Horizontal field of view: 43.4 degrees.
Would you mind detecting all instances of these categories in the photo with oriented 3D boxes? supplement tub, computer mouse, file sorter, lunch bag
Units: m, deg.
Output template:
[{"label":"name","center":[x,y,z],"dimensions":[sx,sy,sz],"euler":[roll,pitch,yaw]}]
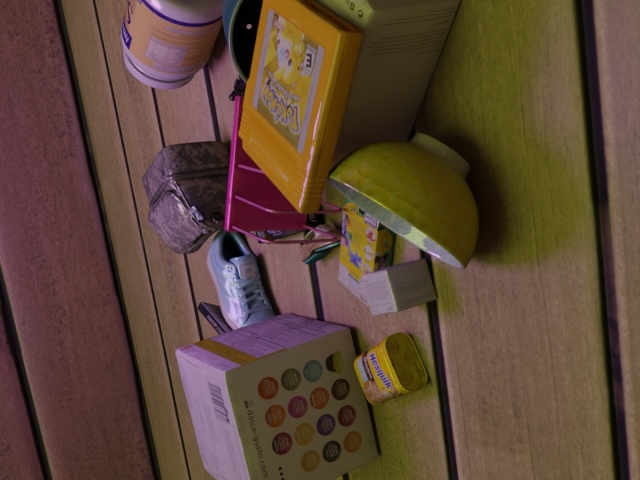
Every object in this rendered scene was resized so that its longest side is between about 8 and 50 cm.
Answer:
[{"label":"supplement tub","center":[-0.376,-0.564,2.050],"dimensions":[0.241,0.241,0.331],"euler":[65,149,16]},{"label":"computer mouse","center":[-0.175,-0.329,2.025],"dimensions":[0.193,0.042,0.106],"euler":[66,145,26]},{"label":"file sorter","center":[-0.060,-0.146,1.697],"dimensions":[0.182,0.202,0.290],"euler":[22,109,52]},{"label":"lunch bag","center":[-0.360,-0.113,2.257],"dimensions":[0.305,0.213,0.256],"euler":[-33,72,59]}]

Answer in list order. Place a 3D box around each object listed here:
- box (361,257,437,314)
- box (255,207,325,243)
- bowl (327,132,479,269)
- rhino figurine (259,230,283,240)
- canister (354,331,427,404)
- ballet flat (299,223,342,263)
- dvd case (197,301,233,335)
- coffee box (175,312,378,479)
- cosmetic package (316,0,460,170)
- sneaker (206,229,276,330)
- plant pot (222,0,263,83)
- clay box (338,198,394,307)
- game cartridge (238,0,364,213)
[{"label":"box","center":[0.155,0.093,1.596],"dimensions":[0.102,0.101,0.087],"euler":[-16,89,61]},{"label":"box","center":[-0.103,-0.116,1.981],"dimensions":[0.270,0.060,0.216],"euler":[-14,92,61]},{"label":"bowl","center":[0.169,-0.092,1.394],"dimensions":[0.156,0.289,0.289],"euler":[-56,40,-1]},{"label":"rhino figurine","center":[-0.126,-0.122,1.882],"dimensions":[0.106,0.073,0.243],"euler":[-139,46,-60]},{"label":"canister","center":[0.146,0.280,1.732],"dimensions":[0.126,0.073,0.170],"euler":[67,151,13]},{"label":"ballet flat","center":[0.000,0.000,1.851],"dimensions":[0.206,0.073,0.067],"euler":[-31,73,58]},{"label":"dvd case","center":[-0.223,0.259,2.263],"dimensions":[0.239,0.179,0.029],"euler":[40,104,45]},{"label":"coffee box","center":[-0.110,0.395,1.958],"dimensions":[0.338,0.334,0.337],"euler":[2,106,62]},{"label":"cosmetic package","center":[0.082,-0.302,1.441],"dimensions":[0.155,0.197,0.365],"euler":[54,144,30]},{"label":"sneaker","center":[-0.217,0.119,2.216],"dimensions":[0.366,0.135,0.150],"euler":[56,149,27]},{"label":"plant pot","center":[-0.078,-0.449,1.595],"dimensions":[0.255,0.272,0.271],"euler":[-121,30,-52]},{"label":"clay box","center":[0.097,0.017,1.709],"dimensions":[0.127,0.053,0.222],"euler":[41,135,46]},{"label":"game cartridge","center":[-0.050,-0.254,1.395],"dimensions":[0.285,0.053,0.323],"euler":[48,132,46]}]
